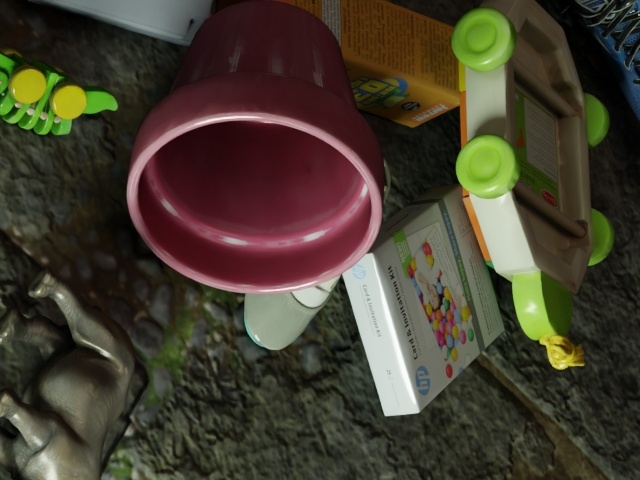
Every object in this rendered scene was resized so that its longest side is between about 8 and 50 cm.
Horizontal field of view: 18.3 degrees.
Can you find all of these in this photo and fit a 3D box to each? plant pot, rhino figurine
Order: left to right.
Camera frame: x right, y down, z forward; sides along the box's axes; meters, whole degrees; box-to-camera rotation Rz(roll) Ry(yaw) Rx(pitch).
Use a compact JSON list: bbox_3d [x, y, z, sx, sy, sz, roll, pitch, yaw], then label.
[{"bbox_3d":[-0.201,0.146,1.431,0.106,0.073,0.243,32,56,-25],"label":"rhino figurine"},{"bbox_3d":[-0.049,-0.087,1.595,0.201,0.201,0.180,33,38,-28],"label":"plant pot"}]

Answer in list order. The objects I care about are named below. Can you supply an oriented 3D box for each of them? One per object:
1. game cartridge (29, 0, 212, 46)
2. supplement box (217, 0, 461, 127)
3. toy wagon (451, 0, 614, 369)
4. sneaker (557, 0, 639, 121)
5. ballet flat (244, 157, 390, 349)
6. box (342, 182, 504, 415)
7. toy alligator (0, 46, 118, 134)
[{"bbox_3d":[-0.151,-0.321,1.615,0.196,0.060,0.294,13,87,-44],"label":"game cartridge"},{"bbox_3d":[0.023,-0.171,1.759,0.233,0.078,0.080,13,65,-37],"label":"supplement box"},{"bbox_3d":[0.194,-0.051,1.816,0.267,0.068,0.344,28,58,-58],"label":"toy wagon"},{"bbox_3d":[0.302,-0.226,1.995,0.147,0.130,0.330,-13,74,-52],"label":"sneaker"},{"bbox_3d":[0.000,0.000,1.674,0.072,0.068,0.213,44,49,-19],"label":"ballet flat"},{"bbox_3d":[0.090,0.047,1.710,0.186,0.038,0.145,-34,112,-54],"label":"box"},{"bbox_3d":[-0.243,-0.119,1.520,0.190,0.056,0.051,20,101,-35],"label":"toy alligator"}]
